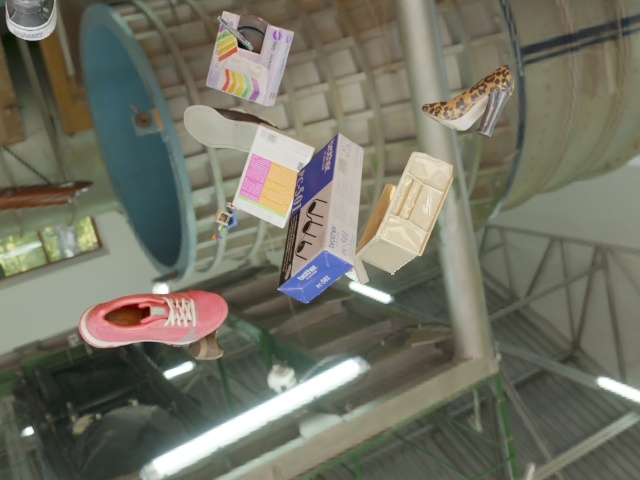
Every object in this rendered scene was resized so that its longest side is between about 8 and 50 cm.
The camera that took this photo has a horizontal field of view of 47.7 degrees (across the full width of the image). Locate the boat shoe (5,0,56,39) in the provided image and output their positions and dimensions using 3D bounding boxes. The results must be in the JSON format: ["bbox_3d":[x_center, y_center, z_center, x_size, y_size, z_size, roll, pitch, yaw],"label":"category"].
[{"bbox_3d":[-0.500,-0.488,1.236,0.108,0.301,0.102,0,152,-16],"label":"boat shoe"}]

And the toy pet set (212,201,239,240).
[{"bbox_3d":[-0.273,-0.051,2.163,0.065,0.122,0.114,25,176,-27],"label":"toy pet set"}]

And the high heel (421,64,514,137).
[{"bbox_3d":[0.387,-0.385,1.906,0.093,0.186,0.261,17,-172,-42],"label":"high heel"}]

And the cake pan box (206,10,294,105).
[{"bbox_3d":[-0.234,-0.602,2.386,0.246,0.266,0.070,23,-164,17],"label":"cake pan box"}]

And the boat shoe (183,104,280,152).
[{"bbox_3d":[-0.248,-0.311,2.019,0.303,0.114,0.091,24,-151,27],"label":"boat shoe"}]

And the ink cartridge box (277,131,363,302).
[{"bbox_3d":[0.003,-0.032,0.904,0.097,0.046,0.207,-41,-151,39],"label":"ink cartridge box"}]

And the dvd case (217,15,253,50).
[{"bbox_3d":[-0.256,-0.625,2.190,0.013,0.119,0.087,-47,-178,4],"label":"dvd case"}]

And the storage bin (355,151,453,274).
[{"bbox_3d":[0.212,-0.068,1.864,0.123,0.260,0.262,25,164,-3],"label":"storage bin"}]

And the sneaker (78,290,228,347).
[{"bbox_3d":[-0.329,0.162,1.499,0.314,0.115,0.136,-6,167,-27],"label":"sneaker"}]

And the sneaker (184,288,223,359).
[{"bbox_3d":[-0.276,0.197,1.668,0.071,0.188,0.066,17,130,-40],"label":"sneaker"}]

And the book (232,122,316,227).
[{"bbox_3d":[-0.077,-0.105,1.169,0.096,0.144,0.035,23,-157,1],"label":"book"}]

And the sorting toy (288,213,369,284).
[{"bbox_3d":[0.000,0.000,2.081,0.089,0.255,0.257,-32,-151,-17],"label":"sorting toy"}]
